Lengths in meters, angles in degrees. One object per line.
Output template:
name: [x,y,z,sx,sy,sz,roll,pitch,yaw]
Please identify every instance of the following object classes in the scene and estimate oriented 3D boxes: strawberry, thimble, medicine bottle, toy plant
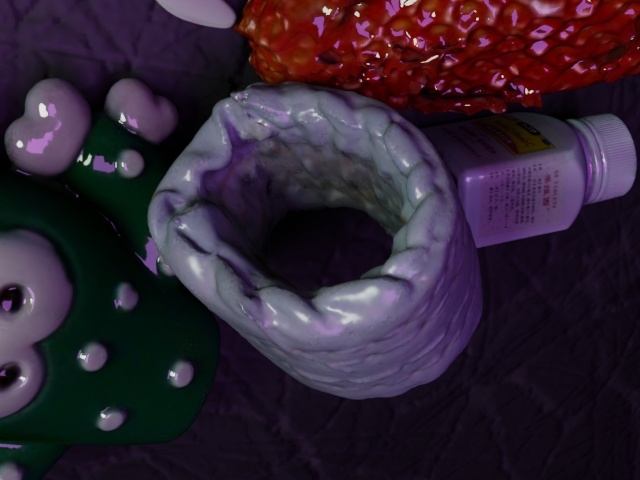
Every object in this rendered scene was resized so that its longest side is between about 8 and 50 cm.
strawberry: [0.102,-0.140,0.482,0.286,0.106,0.188,-28,119,-2]
thimble: [0.003,0.000,0.472,0.127,0.151,0.118,-57,154,-13]
medicine bottle: [0.119,-0.040,0.555,0.117,0.074,0.055,-10,118,-14]
toy plant: [-0.165,0.036,0.478,0.243,0.112,0.233,-8,108,-32]

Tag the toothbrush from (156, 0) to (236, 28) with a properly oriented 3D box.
toothbrush: [-0.158,-0.157,0.434,0.269,0.027,0.021,22,91,-26]
